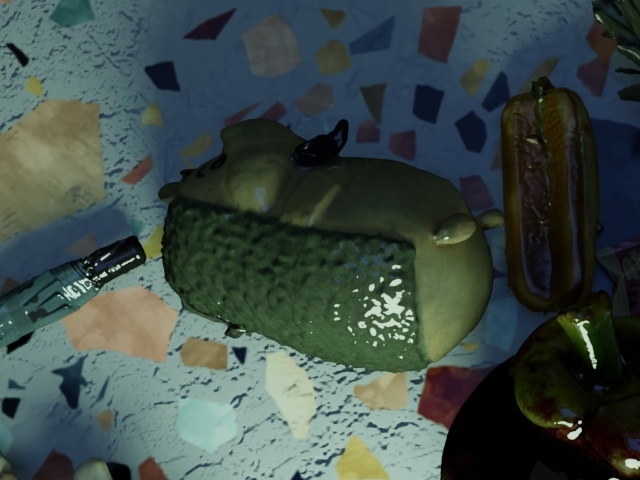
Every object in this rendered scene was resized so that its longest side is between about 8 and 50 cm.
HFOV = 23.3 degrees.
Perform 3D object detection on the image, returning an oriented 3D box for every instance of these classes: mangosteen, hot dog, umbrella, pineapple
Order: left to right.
[{"bbox_3d":[-0.302,0.067,1.679,0.250,0.052,0.053,-26,80,3],"label":"umbrella"},{"bbox_3d":[0.243,-0.049,1.625,0.104,0.076,0.250,-8,78,25],"label":"hot dog"},{"bbox_3d":[0.268,0.222,1.465,0.297,0.313,0.297,7,69,-18],"label":"mangosteen"},{"bbox_3d":[0.370,-0.132,1.602,0.130,0.119,0.277,-27,75,47],"label":"pineapple"}]

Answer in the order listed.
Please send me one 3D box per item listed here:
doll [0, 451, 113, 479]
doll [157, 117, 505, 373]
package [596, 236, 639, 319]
[{"bbox_3d":[-0.266,0.380,1.592,0.348,0.161,0.423,-38,79,14],"label":"doll"},{"bbox_3d":[0.000,0.000,1.571,0.349,0.247,0.247,7,83,23],"label":"doll"},{"bbox_3d":[0.323,0.042,1.623,0.059,0.029,0.083,-15,87,1],"label":"package"}]
